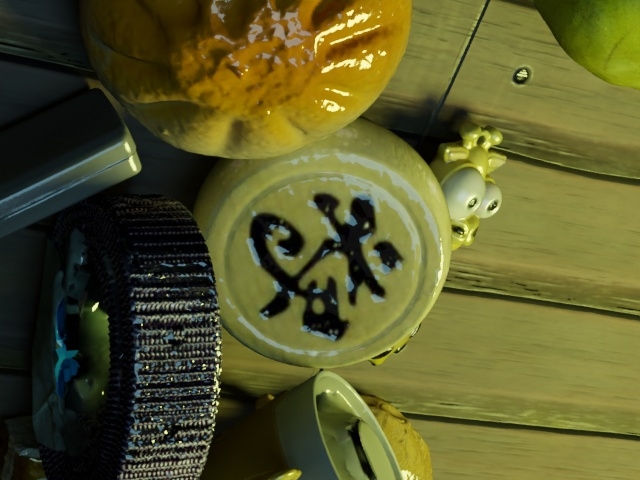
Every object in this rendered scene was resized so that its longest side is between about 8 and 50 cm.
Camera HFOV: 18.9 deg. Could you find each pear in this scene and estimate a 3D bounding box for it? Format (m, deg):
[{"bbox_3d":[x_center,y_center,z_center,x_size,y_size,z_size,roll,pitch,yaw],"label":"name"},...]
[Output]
[{"bbox_3d":[0.303,-0.267,1.838,0.212,0.212,0.269,-19,134,-15],"label":"pear"}]

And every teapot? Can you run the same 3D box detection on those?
[{"bbox_3d":[0.028,0.274,2.082,0.203,0.167,0.311,-37,129,1],"label":"teapot"}]

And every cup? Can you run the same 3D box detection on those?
[{"bbox_3d":[-0.051,0.251,1.876,0.226,0.185,0.241,-28,164,18],"label":"cup"}]

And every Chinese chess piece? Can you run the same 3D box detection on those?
[{"bbox_3d":[0.000,0.000,1.879,0.257,0.104,0.257,-1,114,-3],"label":"Chinese chess piece"}]

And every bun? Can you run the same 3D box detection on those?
[{"bbox_3d":[-0.068,-0.189,1.682,0.299,0.165,0.299,-2,124,-3],"label":"bun"}]

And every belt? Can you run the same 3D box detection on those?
[{"bbox_3d":[-0.185,0.112,1.804,0.122,0.260,0.325,-4,117,-28],"label":"belt"}]

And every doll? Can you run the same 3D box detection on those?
[{"bbox_3d":[0.106,0.008,1.998,0.117,0.086,0.291,6,119,-54],"label":"doll"}]

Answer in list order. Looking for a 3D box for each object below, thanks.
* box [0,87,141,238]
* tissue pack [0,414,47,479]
[{"bbox_3d":[-0.288,-0.051,1.747,0.243,0.103,0.055,-26,129,-9],"label":"box"},{"bbox_3d":[-0.253,0.286,1.998,0.183,0.092,0.226,-1,120,-26],"label":"tissue pack"}]
